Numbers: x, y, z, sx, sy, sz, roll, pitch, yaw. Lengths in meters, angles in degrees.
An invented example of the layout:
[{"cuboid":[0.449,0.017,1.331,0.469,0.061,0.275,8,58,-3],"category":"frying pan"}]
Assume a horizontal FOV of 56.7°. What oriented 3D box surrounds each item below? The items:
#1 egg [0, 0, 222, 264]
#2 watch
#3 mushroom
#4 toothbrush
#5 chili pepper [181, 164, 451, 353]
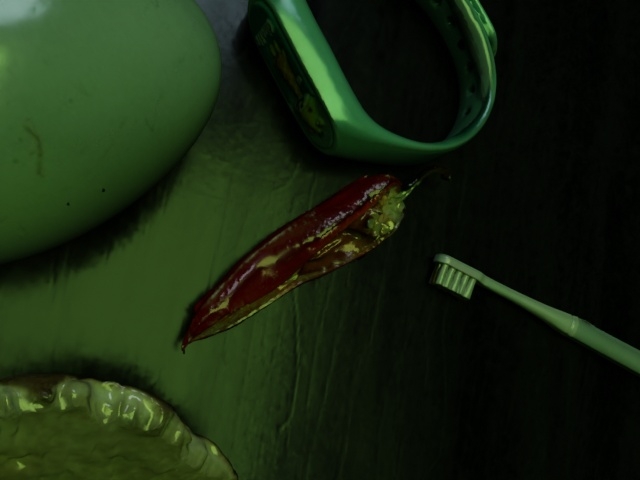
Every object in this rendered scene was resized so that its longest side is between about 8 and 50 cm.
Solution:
[{"cuboid":[-0.180,-0.084,0.343,0.264,0.183,0.183,-26,91,-31],"category":"egg"},{"cuboid":[0.047,-0.175,0.496,0.195,0.068,0.237,-32,94,-21],"category":"watch"},{"cuboid":[-0.104,0.181,0.283,0.233,0.302,0.208,55,47,-37],"category":"mushroom"},{"cuboid":[0.247,0.092,0.550,0.342,0.025,0.030,25,80,-14],"category":"toothbrush"},{"cuboid":[0.000,0.000,0.468,0.268,0.059,0.050,-33,56,-17],"category":"chili pepper"}]
